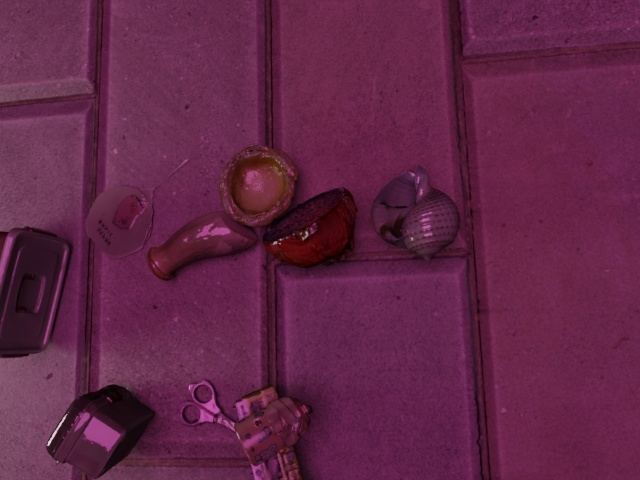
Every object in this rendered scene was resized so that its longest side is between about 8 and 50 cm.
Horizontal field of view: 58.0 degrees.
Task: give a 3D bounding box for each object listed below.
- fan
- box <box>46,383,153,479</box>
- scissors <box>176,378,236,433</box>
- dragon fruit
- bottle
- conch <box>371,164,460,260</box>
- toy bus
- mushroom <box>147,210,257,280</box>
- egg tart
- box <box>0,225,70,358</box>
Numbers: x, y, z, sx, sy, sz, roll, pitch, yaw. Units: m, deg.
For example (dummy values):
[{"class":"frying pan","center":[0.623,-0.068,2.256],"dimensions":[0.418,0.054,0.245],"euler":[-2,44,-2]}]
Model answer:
[{"class":"fan","center":[-0.433,-0.095,1.391],"dimensions":[0.310,0.010,0.182],"euler":[-44,77,1]},{"class":"box","center":[-0.459,0.399,1.220],"dimensions":[0.129,0.210,0.147],"euler":[32,87,4]},{"class":"scissors","center":[-0.216,0.395,1.276],"dimensions":[0.212,0.021,0.110],"euler":[27,83,12]},{"class":"dragon fruit","center":[0.000,-0.001,1.235],"dimensions":[0.218,0.224,0.148],"euler":[-41,109,-35]},{"class":"bottle","center":[-0.083,0.358,1.116],"dimensions":[0.152,0.099,0.098],"euler":[-26,78,-11]},{"class":"conch","center":[0.211,-0.049,1.227],"dimensions":[0.173,0.131,0.199],"euler":[-15,48,32]},{"class":"toy bus","center":[-0.104,0.460,1.191],"dimensions":[0.140,0.113,0.301],"euler":[-14,79,-11]},{"class":"mushroom","center":[-0.273,0.003,1.310],"dimensions":[0.247,0.108,0.096],"euler":[-22,38,3]},{"class":"egg tart","center":[-0.139,-0.118,1.308],"dimensions":[0.197,0.078,0.197],"euler":[-3,72,9]},{"class":"box","center":[-0.723,0.110,1.317],"dimensions":[0.168,0.193,0.293],"euler":[8,82,15]}]
